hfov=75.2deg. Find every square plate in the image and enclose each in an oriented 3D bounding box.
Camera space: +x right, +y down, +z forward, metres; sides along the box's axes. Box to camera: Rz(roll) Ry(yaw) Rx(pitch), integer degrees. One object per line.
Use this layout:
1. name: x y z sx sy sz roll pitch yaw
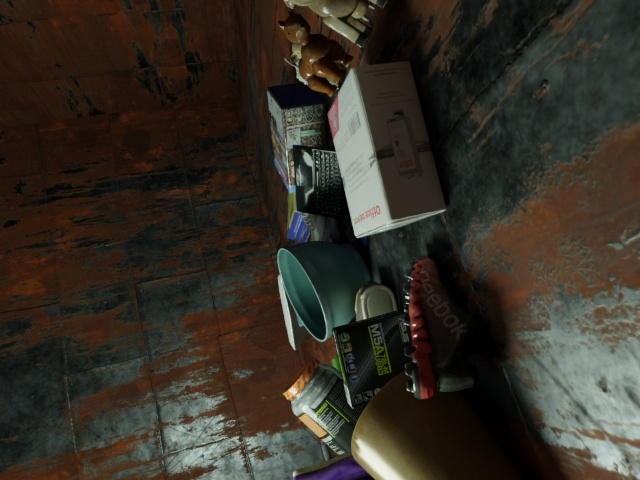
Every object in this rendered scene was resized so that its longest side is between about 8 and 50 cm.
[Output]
1. square plate: -0.095 0.248 1.842 0.344 0.049 0.347 -44 -52 -65

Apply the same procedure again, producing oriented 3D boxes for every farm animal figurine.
1. farm animal figurine: 0.028 -0.413 0.649 0.330 0.172 0.326 -58 7 17

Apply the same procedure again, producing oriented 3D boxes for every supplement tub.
1. supplement tub: 0.046 0.534 1.319 0.316 0.193 0.193 42 162 3

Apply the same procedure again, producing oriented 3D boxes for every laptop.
1. laptop: 0.028 -0.123 1.173 0.136 0.265 0.234 -62 -22 -47

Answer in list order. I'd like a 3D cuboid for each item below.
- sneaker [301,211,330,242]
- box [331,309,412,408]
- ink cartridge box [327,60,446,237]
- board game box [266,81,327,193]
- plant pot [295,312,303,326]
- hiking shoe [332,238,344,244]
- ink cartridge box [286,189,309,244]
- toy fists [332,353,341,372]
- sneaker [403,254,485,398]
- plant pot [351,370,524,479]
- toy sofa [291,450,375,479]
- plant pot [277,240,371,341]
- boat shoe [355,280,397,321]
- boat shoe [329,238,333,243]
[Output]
1. sneaker: -0.020 -0.077 1.365 0.094 0.091 0.258 180 95 -65
2. box: 0.136 0.281 0.998 0.045 0.184 0.190 164 94 -79
3. ink cartridge box: 0.116 -0.162 0.810 0.207 0.117 0.282 153 105 -76
4. board game box: -0.077 -0.348 1.398 0.232 0.141 0.291 -118 20 -49
5. plant pot: -0.005 0.220 1.594 0.234 0.166 0.165 127 130 -69
6. hiking shoe: 0.028 0.075 1.411 0.227 0.114 0.086 99 154 -58
7. ink cartridge box: -0.101 -0.125 1.740 0.303 0.072 0.307 118 153 -68
8. toy fists: 0.112 0.435 1.449 0.142 0.096 0.279 56 157 27
9. sneaker: 0.215 0.142 0.736 0.097 0.135 0.276 74 -163 -47
10. plant pot: 0.221 0.392 0.717 0.254 0.237 0.237 36 139 50
11. toy sofa: 0.114 0.617 1.012 0.150 0.363 0.177 -120 16 -54
12. plant pot: 0.025 0.121 1.231 0.293 0.196 0.293 51 155 35
13. boat shoe: 0.150 0.267 1.091 0.097 0.117 0.324 -148 50 -78
14. boat shoe: 0.000 0.000 1.581 0.170 0.059 0.063 -131 31 -64
